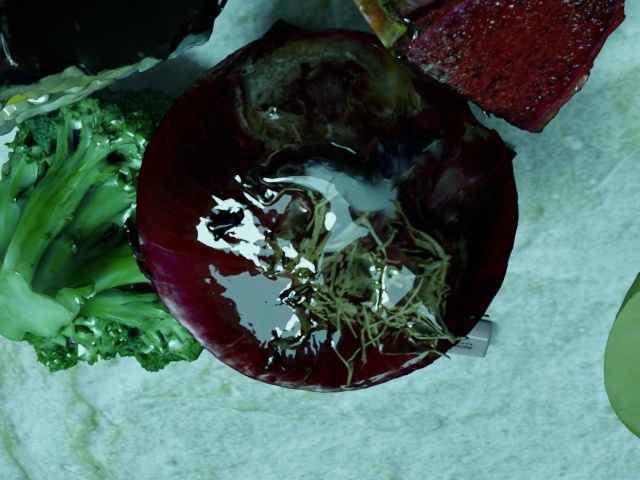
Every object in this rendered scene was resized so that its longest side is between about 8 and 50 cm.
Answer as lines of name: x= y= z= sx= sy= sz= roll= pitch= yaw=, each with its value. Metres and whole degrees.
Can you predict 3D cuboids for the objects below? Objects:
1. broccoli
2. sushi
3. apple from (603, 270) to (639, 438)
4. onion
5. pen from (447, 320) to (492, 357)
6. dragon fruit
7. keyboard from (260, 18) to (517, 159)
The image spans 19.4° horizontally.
broccoli: x=-0.190 y=-0.005 z=1.650 sx=0.265 sy=0.245 sz=0.294 roll=22 pitch=141 yaw=22
sushi: x=-0.281 y=-0.213 z=1.375 sx=0.329 sy=0.328 sz=0.285 roll=-20 pitch=95 yaw=43
apple: x=0.427 y=0.109 z=1.594 sx=0.312 sy=0.320 sz=0.360 roll=-14 pitch=163 yaw=-31
onion: x=-0.001 y=-0.028 z=1.509 sx=0.314 sy=0.232 sz=0.314 roll=-2 pitch=115 yaw=-5
pen: x=0.071 y=0.083 z=1.869 sx=0.197 sy=0.032 sz=0.053 roll=10 pitch=143 yaw=2
dragon fruit: x=0.116 y=-0.183 z=1.409 sx=0.189 sy=0.163 sz=0.262 roll=22 pitch=-176 yaw=30
keyboard: x=0.050 y=-0.113 z=1.633 sx=0.250 sy=0.017 sz=0.087 roll=28 pitch=142 yaw=-18
